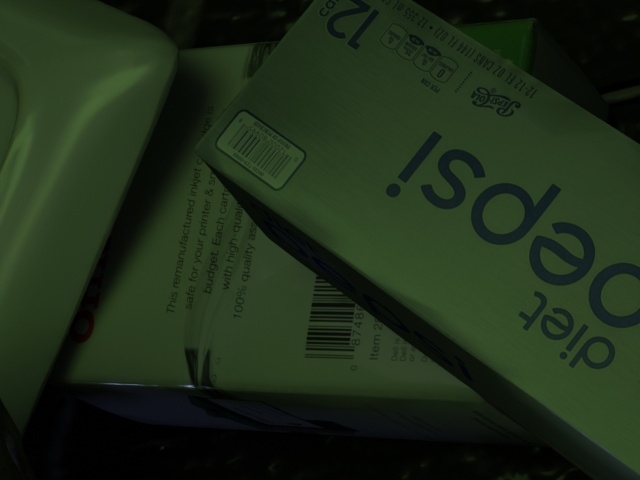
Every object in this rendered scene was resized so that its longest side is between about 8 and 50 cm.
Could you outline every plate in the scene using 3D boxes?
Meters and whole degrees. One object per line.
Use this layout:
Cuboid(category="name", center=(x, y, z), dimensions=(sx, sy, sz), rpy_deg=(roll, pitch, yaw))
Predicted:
Cuboid(category="plate", center=(-0.193, -0.005, 0.818), dimensions=(0.277, 0.045, 0.278), rpy_deg=(33, 100, 53))

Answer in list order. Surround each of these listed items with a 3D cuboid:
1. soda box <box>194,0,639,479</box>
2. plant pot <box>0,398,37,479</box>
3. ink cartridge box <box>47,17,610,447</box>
Cuboid(category="soda box", center=(0.098, 0.026, 0.577), dimensions=(0.286, 0.098, 0.091), rpy_deg=(36, 83, 22))
Cuboid(category="plant pot", center=(-0.246, 0.174, 0.603), dimensions=(0.305, 0.334, 0.334), rpy_deg=(-22, 57, 0))
Cuboid(category="ink cartridge box", center=(0.000, 0.000, 0.743), dimensions=(0.219, 0.092, 0.160), rpy_deg=(0, 71, 32))
